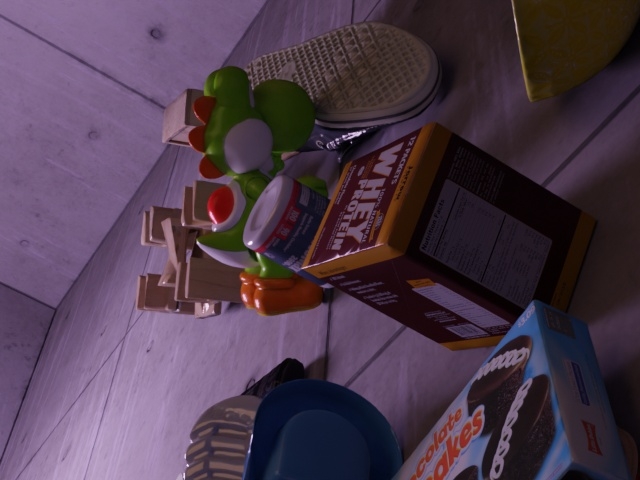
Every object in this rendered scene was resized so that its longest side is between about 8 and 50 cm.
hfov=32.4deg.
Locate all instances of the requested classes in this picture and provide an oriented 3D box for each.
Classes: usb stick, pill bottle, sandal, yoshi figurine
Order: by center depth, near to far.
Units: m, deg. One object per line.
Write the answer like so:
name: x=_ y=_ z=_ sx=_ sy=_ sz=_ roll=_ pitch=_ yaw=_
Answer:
sandal: x=-0.083 y=0.373 z=1.233 sx=0.169 sy=0.102 sz=0.416 roll=-11 pitch=54 yaw=25
pill bottle: x=0.000 y=0.000 z=1.448 sx=0.108 sy=0.180 sz=0.108 roll=-52 pitch=20 yaw=28
usb stick: x=-0.108 y=0.251 z=1.592 sx=0.278 sy=0.045 sz=0.077 roll=-43 pitch=18 yaw=45
yoshi figurine: x=-0.063 y=-0.085 z=1.628 sx=0.203 sy=0.362 sz=0.203 roll=-8 pitch=10 yaw=24

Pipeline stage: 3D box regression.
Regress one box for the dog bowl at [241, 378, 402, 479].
dog bowl: x=-0.011 y=0.279 z=1.108 sx=0.297 sy=0.166 sz=0.074 roll=-80 pitch=14 yaw=-45

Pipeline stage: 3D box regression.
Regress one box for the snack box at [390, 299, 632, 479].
snack box: x=0.124 y=0.225 z=0.916 sx=0.322 sy=0.060 sz=0.187 roll=-58 pitch=16 yaw=30

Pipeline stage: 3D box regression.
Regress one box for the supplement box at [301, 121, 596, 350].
supplement box: x=0.121 y=0.005 z=1.081 sx=0.191 sy=0.194 sz=0.129 roll=-20 pitch=44 yaw=64

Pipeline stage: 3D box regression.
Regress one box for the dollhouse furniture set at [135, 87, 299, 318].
dollhouse furniture set: x=-0.162 y=-0.053 z=2.040 sx=0.362 sy=0.256 sz=0.394 roll=161 pitch=114 yaw=-66

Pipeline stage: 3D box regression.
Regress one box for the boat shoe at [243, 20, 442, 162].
boat shoe: x=0.034 y=-0.228 z=1.764 sx=0.500 sy=0.156 sz=0.187 roll=1 pitch=61 yaw=55

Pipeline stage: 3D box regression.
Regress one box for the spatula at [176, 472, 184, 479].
spatula: x=-0.250 y=0.477 z=1.686 sx=0.242 sy=0.019 sz=0.168 roll=-65 pitch=19 yaw=-12

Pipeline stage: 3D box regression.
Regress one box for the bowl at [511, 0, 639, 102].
bowl: x=0.272 y=-0.297 z=1.133 sx=0.156 sy=0.289 sz=0.289 roll=-9 pitch=39 yaw=13

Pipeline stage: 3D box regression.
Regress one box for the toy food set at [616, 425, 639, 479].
toy food set: x=0.214 y=0.182 z=0.841 sx=0.083 sy=0.020 sz=0.083 roll=-61 pitch=18 yaw=1
